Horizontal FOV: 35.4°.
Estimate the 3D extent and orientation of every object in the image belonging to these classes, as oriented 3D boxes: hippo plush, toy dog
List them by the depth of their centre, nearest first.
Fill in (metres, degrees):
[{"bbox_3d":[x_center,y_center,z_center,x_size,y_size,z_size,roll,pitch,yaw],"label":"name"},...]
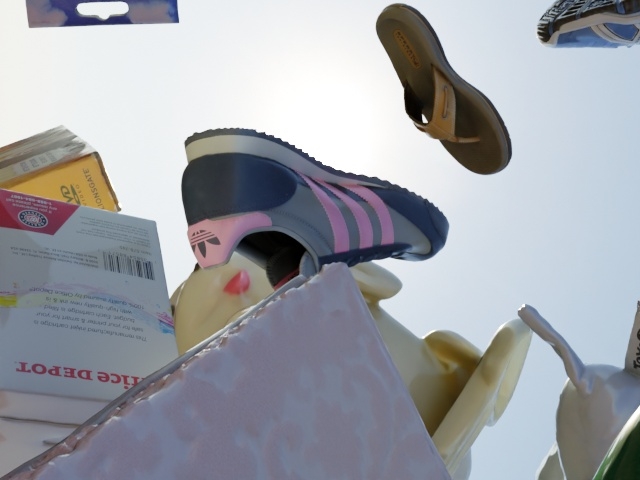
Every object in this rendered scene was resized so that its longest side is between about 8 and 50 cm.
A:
[{"bbox_3d":[0.301,0.240,0.899,0.236,0.234,0.294,-74,156,-48],"label":"hippo plush"},{"bbox_3d":[-0.002,0.152,1.171,0.284,0.408,0.395,-54,160,-19],"label":"toy dog"}]

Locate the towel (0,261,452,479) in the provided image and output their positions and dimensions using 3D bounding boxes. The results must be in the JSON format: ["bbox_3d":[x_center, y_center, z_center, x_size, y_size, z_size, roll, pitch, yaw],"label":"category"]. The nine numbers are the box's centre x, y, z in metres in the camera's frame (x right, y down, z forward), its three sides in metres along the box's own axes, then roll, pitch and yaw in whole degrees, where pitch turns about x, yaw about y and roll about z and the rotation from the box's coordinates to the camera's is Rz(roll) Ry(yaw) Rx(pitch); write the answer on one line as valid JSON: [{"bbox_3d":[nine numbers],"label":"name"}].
[{"bbox_3d":[-0.015,0.208,0.582,0.053,0.332,0.317,-23,-85,38],"label":"towel"}]

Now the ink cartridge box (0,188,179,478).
[{"bbox_3d":[-0.183,0.077,0.694,0.127,0.128,0.176,-54,-144,34],"label":"ink cartridge box"}]

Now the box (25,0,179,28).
[{"bbox_3d":[-0.149,-0.233,0.657,0.042,0.109,0.178,-97,-175,-64],"label":"box"}]

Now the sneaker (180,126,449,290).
[{"bbox_3d":[0.000,0.000,0.954,0.112,0.319,0.131,-20,-118,47],"label":"sneaker"}]

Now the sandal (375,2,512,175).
[{"bbox_3d":[0.101,-0.129,0.900,0.180,0.049,0.072,54,-36,-7],"label":"sandal"}]

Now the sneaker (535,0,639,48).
[{"bbox_3d":[0.285,-0.183,0.829,0.081,0.211,0.080,66,30,-31],"label":"sneaker"}]

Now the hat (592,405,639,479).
[{"bbox_3d":[0.200,0.073,0.499,0.208,0.173,0.183,-5,99,-66],"label":"hat"}]

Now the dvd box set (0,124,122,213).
[{"bbox_3d":[-0.413,0.002,0.934,0.307,0.420,0.062,30,-39,68],"label":"dvd box set"}]
